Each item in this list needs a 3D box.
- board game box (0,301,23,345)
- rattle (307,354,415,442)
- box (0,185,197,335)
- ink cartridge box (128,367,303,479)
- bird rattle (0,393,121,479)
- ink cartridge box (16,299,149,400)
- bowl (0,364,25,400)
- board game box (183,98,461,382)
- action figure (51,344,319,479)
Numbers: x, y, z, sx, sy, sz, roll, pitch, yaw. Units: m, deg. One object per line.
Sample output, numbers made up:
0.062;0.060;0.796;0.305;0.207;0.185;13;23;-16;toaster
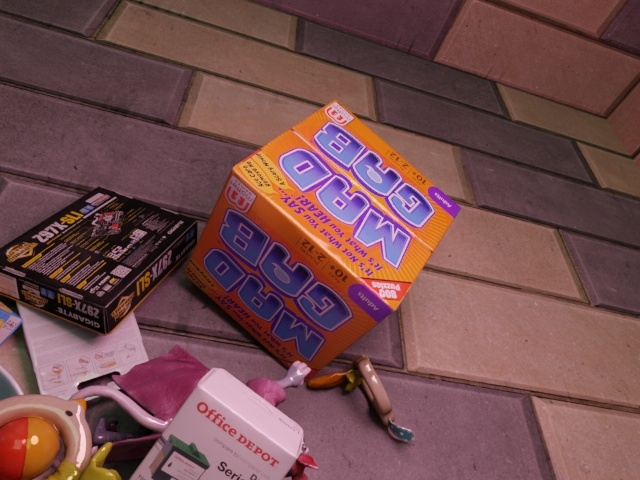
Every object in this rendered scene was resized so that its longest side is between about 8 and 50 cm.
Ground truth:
-0.678;0.041;0.760;0.308;0.302;0.086;33;72;11;board game box
0.087;0.348;1.000;0.143;0.130;0.199;-23;88;-25;rattle
-0.440;0.022;0.992;0.257;0.079;0.322;17;35;9;box
-0.148;0.306;0.643;0.160;0.219;0.092;35;1;3;ink cartridge box
-0.390;0.301;0.623;0.254;0.143;0.206;-1;49;-22;bird rattle
-0.443;0.192;0.923;0.189;0.066;0.232;-14;65;-33;ink cartridge box
-0.569;0.304;0.656;0.312;0.163;0.311;18;52;-24;bowl
0.000;0.000;1.035;0.356;0.356;0.356;41;46;2;board game box
-0.172;0.287;0.771;0.371;0.276;0.247;12;79;26;action figure
